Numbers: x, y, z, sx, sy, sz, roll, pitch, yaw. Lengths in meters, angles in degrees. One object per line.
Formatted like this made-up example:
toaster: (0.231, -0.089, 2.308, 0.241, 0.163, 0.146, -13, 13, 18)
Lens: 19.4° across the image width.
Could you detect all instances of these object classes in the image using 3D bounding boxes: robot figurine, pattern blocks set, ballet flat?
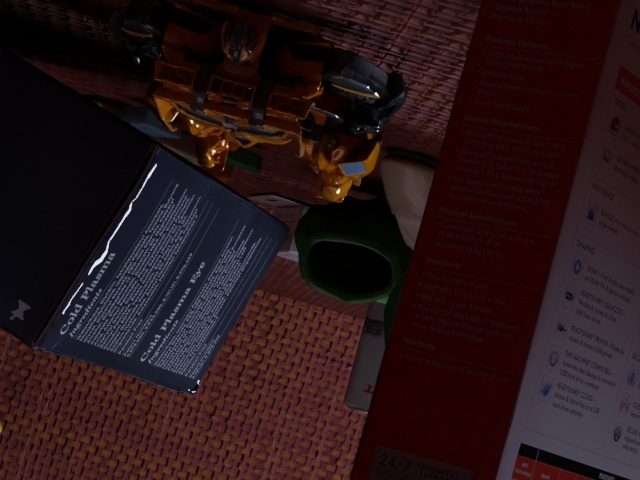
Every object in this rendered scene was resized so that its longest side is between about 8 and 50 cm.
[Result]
robot figurine: (-0.041, -0.099, 1.338, 0.211, 0.085, 0.291, 15, 174, 8)
pattern blocks set: (-0.208, -0.113, 1.921, 0.325, 0.026, 0.285, 11, 172, 40)
ballet flat: (0.122, -0.013, 1.727, 0.086, 0.086, 0.248, 12, 173, 32)

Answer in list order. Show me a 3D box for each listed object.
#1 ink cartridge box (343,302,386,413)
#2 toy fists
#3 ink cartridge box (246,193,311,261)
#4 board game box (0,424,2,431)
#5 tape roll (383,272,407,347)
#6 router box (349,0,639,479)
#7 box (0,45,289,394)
ink cartridge box: (0.128, 0.105, 2.120, 0.160, 0.219, 0.092, 16, 174, 0)
toy fists: (0.109, 0.028, 1.913, 0.279, 0.096, 0.142, 14, -155, 5)
ink cartridge box: (0.000, 0.000, 2.244, 0.181, 0.061, 0.104, 18, 173, -19)
board game box: (-0.399, -0.060, 1.375, 0.390, 0.390, 0.050, 12, -159, 29)
tape roll: (0.221, 0.092, 1.759, 0.321, 0.077, 0.321, -2, 150, -1)
router box: (0.168, 0.042, 1.063, 0.082, 0.301, 0.335, 11, 172, 35)
box: (-0.246, -0.047, 1.529, 0.343, 0.179, 0.312, 31, 180, 20)
